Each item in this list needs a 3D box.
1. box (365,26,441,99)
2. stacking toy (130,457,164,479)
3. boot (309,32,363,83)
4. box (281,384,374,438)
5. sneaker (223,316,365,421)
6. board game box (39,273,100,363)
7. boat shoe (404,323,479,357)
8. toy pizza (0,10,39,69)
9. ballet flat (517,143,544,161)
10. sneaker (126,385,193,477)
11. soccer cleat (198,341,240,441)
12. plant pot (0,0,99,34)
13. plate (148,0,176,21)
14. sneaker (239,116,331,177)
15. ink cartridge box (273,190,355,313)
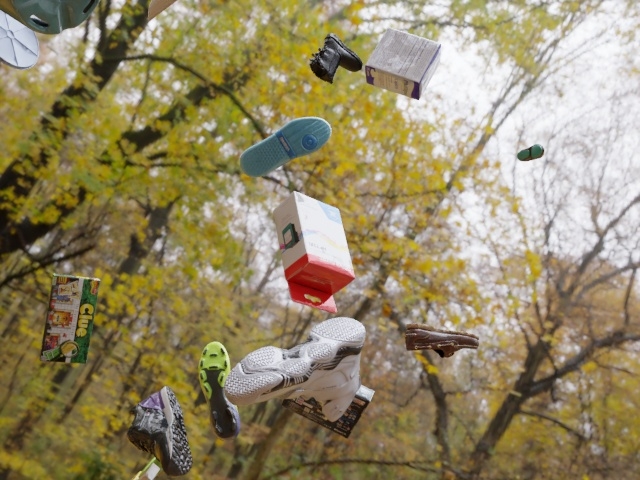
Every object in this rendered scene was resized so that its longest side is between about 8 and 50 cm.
[{"bbox_3d":[0.191,-0.407,1.734,0.137,0.126,0.072,23,-22,17],"label":"box"},{"bbox_3d":[-0.413,0.634,1.804,0.130,0.279,0.309,43,12,-1],"label":"stacking toy"},{"bbox_3d":[0.034,-0.390,1.673,0.121,0.099,0.045,40,-31,-30],"label":"boot"},{"bbox_3d":[0.017,0.449,2.141,0.220,0.051,0.175,26,-56,3],"label":"box"},{"bbox_3d":[-0.043,0.336,1.736,0.137,0.366,0.210,29,-47,48],"label":"sneaker"},{"bbox_3d":[-0.740,0.233,2.224,0.136,0.259,0.030,8,5,-27],"label":"board game box"},{"bbox_3d":[0.301,0.256,1.869,0.207,0.073,0.073,10,-21,-18],"label":"boat shoe"},{"bbox_3d":[-0.863,-0.562,2.071,0.032,0.201,0.201,-19,-44,26],"label":"toy pizza"},{"bbox_3d":[0.561,-0.229,1.968,0.041,0.041,0.114,33,-12,-15],"label":"ballet flat"},{"bbox_3d":[-0.370,0.453,1.700,0.283,0.124,0.107,-126,-167,-64],"label":"sneaker"},{"bbox_3d":[-0.295,0.441,2.190,0.094,0.289,0.121,-11,-21,-6],"label":"soccer cleat"},{"bbox_3d":[-0.711,-0.677,1.785,0.334,0.341,0.341,39,-18,21],"label":"plant pot"},{"bbox_3d":[-0.221,-0.587,1.537,0.277,0.278,0.045,-22,-60,39],"label":"plate"},{"bbox_3d":[-0.124,-0.309,2.485,0.208,0.319,0.127,-158,-136,-81],"label":"sneaker"},{"bbox_3d":[-0.011,0.025,1.559,0.134,0.231,0.078,20,-46,-39],"label":"ink cartridge box"}]
